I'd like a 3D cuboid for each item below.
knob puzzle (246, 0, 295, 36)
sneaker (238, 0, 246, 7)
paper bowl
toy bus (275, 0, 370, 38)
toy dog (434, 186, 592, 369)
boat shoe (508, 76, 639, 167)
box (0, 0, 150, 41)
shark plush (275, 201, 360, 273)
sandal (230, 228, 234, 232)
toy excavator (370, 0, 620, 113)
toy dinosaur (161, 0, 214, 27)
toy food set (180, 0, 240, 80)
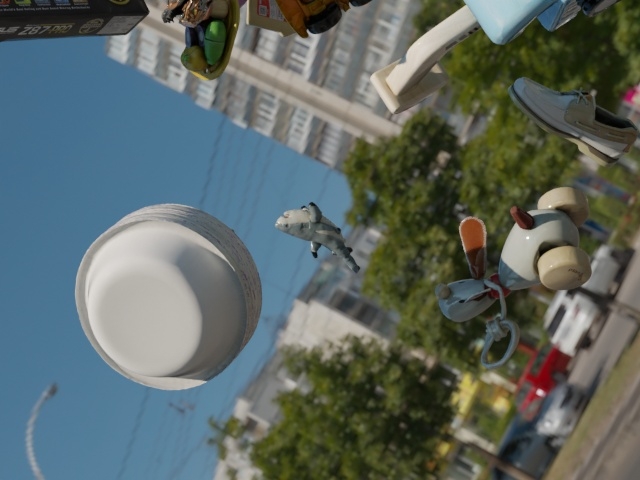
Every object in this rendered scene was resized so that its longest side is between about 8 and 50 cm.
[{"bbox_3d":[-0.089,-0.569,2.626,0.030,0.213,0.213,-17,33,57],"label":"knob puzzle"},{"bbox_3d":[-0.142,-0.564,2.359,0.161,0.102,0.282,-56,-18,20],"label":"sneaker"},{"bbox_3d":[-0.242,0.097,1.717,0.148,0.284,0.284,-55,-12,-68],"label":"paper bowl"},{"bbox_3d":[0.003,-0.538,2.271,0.220,0.149,0.211,-32,25,4],"label":"toy bus"},{"bbox_3d":[0.298,0.034,1.841,0.333,0.161,0.220,-50,30,24],"label":"toy dog"},{"bbox_3d":[0.533,-0.270,2.337,0.103,0.302,0.113,-48,27,33],"label":"boat shoe"},{"bbox_3d":[-0.533,-0.523,2.033,0.097,0.318,0.395,-33,-10,36],"label":"box"},{"bbox_3d":[0.000,0.000,1.917,0.067,0.161,0.073,-52,20,-12],"label":"shark plush"},{"bbox_3d":[-0.245,0.035,2.001,0.219,0.090,0.060,-28,-58,-39],"label":"sandal"},{"bbox_3d":[0.276,-0.392,1.816,0.445,0.222,0.433,-32,-5,2],"label":"toy excavator"},{"bbox_3d":[-0.234,-0.509,1.789,0.164,0.218,0.322,91,-176,-68],"label":"toy dinosaur"},{"bbox_3d":[-0.211,-0.397,2.001,0.071,0.128,0.218,-2,-63,-44],"label":"toy food set"}]
